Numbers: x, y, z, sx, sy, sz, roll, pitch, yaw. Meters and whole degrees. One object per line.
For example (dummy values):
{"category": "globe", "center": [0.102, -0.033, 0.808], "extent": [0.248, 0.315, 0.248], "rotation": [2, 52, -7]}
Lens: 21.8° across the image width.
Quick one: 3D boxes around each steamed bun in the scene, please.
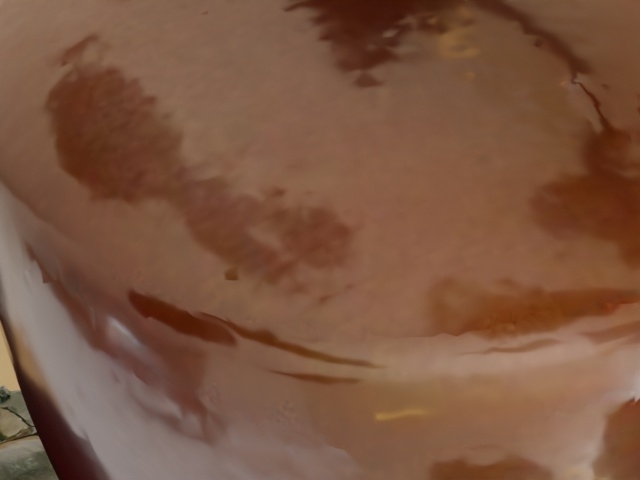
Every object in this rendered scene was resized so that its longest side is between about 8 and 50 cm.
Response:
{"category": "steamed bun", "center": [0.000, 0.000, 0.622], "extent": [0.248, 0.235, 0.379], "rotation": [-18, 44, -13]}

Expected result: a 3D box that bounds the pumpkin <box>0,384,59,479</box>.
{"category": "pumpkin", "center": [-0.165, 0.223, 0.816], "extent": [0.293, 0.197, 0.263], "rotation": [-3, 100, 10]}
